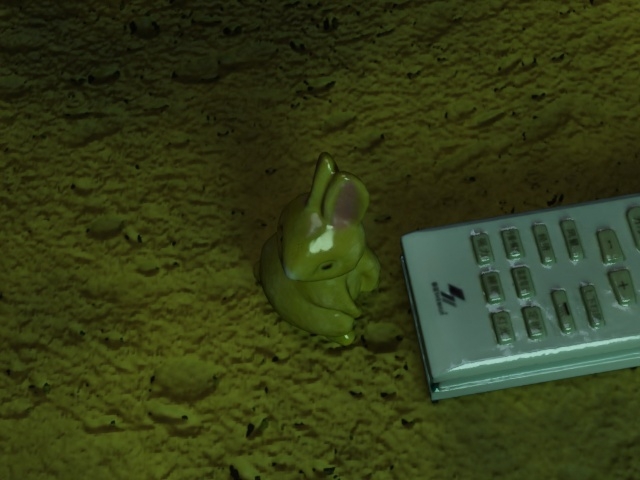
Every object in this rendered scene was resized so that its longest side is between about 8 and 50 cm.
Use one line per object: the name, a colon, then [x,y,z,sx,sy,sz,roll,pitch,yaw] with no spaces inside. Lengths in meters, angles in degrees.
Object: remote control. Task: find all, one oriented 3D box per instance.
remote control: [0.196,0.024,0.760,0.277,0.055,0.102,-10,62,-1]

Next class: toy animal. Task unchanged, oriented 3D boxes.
toy animal: [-0.004,0.000,0.727,0.083,0.159,0.070,22,66,9]
